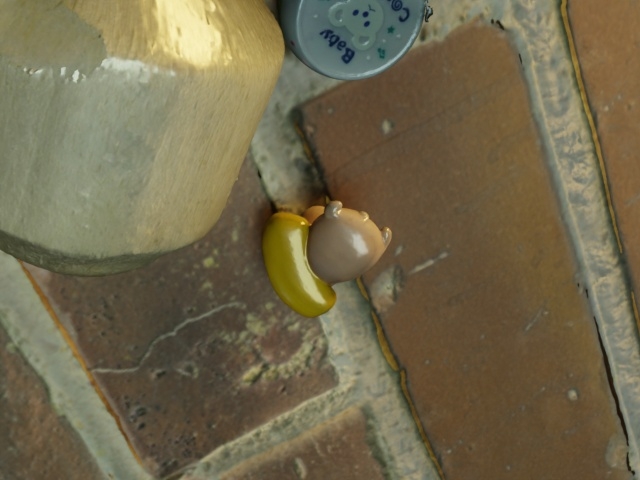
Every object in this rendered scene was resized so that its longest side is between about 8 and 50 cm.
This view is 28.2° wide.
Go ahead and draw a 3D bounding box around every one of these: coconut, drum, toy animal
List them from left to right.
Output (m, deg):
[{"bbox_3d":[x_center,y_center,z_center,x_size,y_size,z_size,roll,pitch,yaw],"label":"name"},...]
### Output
[{"bbox_3d":[-0.150,-0.121,0.851,0.237,0.237,0.266,9,123,-27],"label":"coconut"},{"bbox_3d":[0.000,0.000,1.092,0.091,0.082,0.114,44,115,-5],"label":"toy animal"},{"bbox_3d":[0.082,-0.219,0.993,0.253,0.049,0.130,-33,127,1],"label":"drum"}]
